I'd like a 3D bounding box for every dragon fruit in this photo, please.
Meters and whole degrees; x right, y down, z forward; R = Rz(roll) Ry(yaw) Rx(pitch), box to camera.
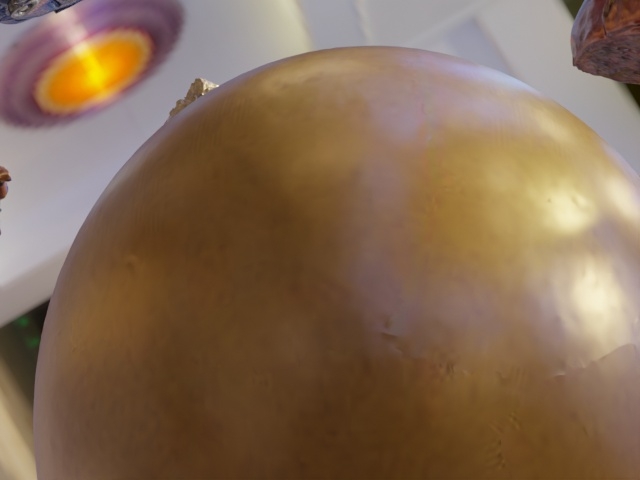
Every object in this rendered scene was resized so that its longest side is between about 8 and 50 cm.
[{"bbox_3d":[0.216,-0.160,1.109,0.161,0.127,0.120,35,65,-78],"label":"dragon fruit"}]

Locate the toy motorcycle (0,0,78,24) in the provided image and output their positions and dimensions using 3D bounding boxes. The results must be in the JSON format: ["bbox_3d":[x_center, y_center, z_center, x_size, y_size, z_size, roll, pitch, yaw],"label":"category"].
[{"bbox_3d":[-0.260,-0.217,1.583,0.076,0.205,0.114,59,-20,6],"label":"toy motorcycle"}]

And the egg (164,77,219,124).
[{"bbox_3d":[-0.100,-0.085,1.829,0.140,0.116,0.118,56,-41,16],"label":"egg"}]

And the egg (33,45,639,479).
[{"bbox_3d":[0.023,0.086,0.689,0.250,0.250,0.322,-126,-151,-58],"label":"egg"}]

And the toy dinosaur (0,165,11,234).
[{"bbox_3d":[-0.265,-0.038,1.434,0.055,0.049,0.154,160,-64,-76],"label":"toy dinosaur"}]
